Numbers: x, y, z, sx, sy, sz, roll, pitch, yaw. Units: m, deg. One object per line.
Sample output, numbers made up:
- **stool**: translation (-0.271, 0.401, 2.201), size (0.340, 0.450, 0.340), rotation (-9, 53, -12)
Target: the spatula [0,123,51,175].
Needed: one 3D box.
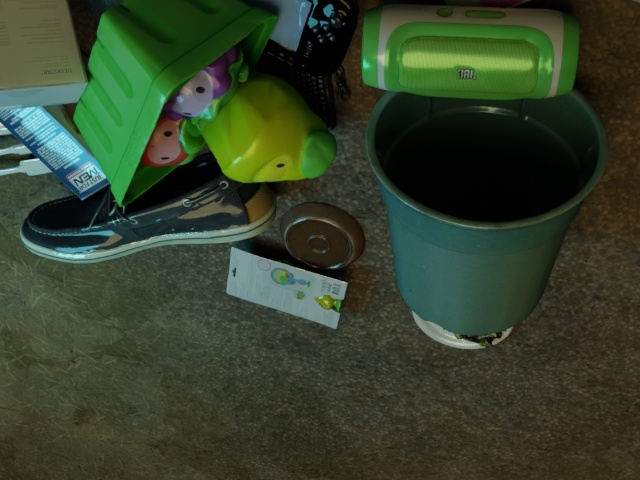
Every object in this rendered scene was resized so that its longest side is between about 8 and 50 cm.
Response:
- **spatula**: translation (-0.628, -0.171, 1.704), size (0.242, 0.019, 0.168), rotation (-8, 148, 8)

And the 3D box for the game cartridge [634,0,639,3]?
- **game cartridge**: translation (0.535, -0.407, 1.128), size (0.196, 0.060, 0.294), rotation (16, 135, -2)

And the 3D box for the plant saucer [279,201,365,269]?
- **plant saucer**: translation (0.000, 0.000, 1.703), size (0.168, 0.029, 0.168), rotation (9, 133, 10)

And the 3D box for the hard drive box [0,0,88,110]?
- **hard drive box**: translation (-0.471, -0.321, 1.343), size (0.181, 0.232, 0.089), rotation (-10, 172, -28)

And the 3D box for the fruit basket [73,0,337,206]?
- **fruit basket**: translation (-0.169, -0.188, 1.398), size (0.392, 0.283, 0.392), rotation (28, 142, 25)

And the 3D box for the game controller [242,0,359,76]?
- **game controller**: translation (-0.098, -0.367, 1.350), size (0.319, 0.067, 0.166), rotation (27, 133, 1)

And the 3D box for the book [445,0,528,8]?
- **book**: translation (0.245, -0.369, 1.274), size (0.144, 0.035, 0.096), rotation (-16, 129, 30)

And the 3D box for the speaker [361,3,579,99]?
- **speaker**: translation (0.212, -0.272, 1.282), size (0.297, 0.131, 0.131), rotation (4, 133, 8)

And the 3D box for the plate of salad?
- **plate of salad**: translation (0.276, 0.151, 1.739), size (0.200, 0.048, 0.199), rotation (9, 133, 10)

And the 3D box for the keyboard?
- **keyboard**: translation (-0.006, -0.259, 1.467), size (0.108, 0.023, 0.180), rotation (5, 134, 14)

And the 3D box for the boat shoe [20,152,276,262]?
- **boat shoe**: translation (-0.331, -0.073, 1.643), size (0.500, 0.186, 0.156), rotation (-6, 128, 15)

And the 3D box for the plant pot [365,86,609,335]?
- **plant pot**: translation (0.243, -0.043, 1.392), size (0.341, 0.341, 0.334), rotation (8, 141, 11)

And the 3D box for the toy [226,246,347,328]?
- **toy**: translation (-0.064, 0.083, 1.782), size (0.237, 0.056, 0.137), rotation (20, 134, 8)

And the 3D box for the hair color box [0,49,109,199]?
- **hair color box**: translation (-0.466, -0.256, 1.516), size (0.105, 0.174, 0.347), rotation (-24, 121, 33)
